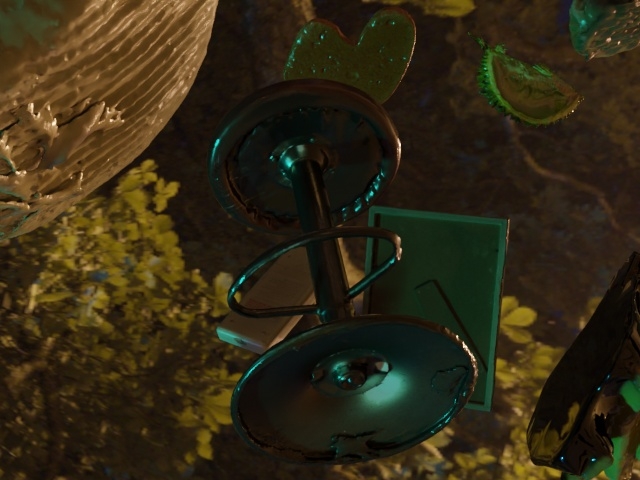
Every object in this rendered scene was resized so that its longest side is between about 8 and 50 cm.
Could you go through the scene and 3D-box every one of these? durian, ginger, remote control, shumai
[{"bbox_3d":[0.303,-0.239,1.525,0.215,0.086,0.100,25,-78,-15],"label":"durian"},{"bbox_3d":[0.483,0.229,1.490,0.211,0.413,0.358,27,-75,5],"label":"ginger"},{"bbox_3d":[-0.054,0.078,1.343,0.190,0.088,0.029,-50,-37,-36],"label":"remote control"},{"bbox_3d":[0.461,-0.444,1.395,0.267,0.314,0.262,7,-119,-62],"label":"shumai"}]

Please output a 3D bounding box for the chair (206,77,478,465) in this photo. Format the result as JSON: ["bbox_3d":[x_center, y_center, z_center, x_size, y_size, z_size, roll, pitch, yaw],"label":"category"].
[{"bbox_3d":[0.000,0.000,0.996,0.227,0.226,0.401,22,-143,-30],"label":"chair"}]

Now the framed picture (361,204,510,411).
[{"bbox_3d":[0.141,0.084,1.257,0.016,0.184,0.250,-15,-71,-69],"label":"framed picture"}]

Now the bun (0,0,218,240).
[{"bbox_3d":[-0.190,-0.122,0.625,0.273,0.273,0.168,-40,-98,-26],"label":"bun"}]

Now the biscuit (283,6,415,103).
[{"bbox_3d":[0.049,-0.305,1.583,0.192,0.036,0.186,12,-52,-12],"label":"biscuit"}]
